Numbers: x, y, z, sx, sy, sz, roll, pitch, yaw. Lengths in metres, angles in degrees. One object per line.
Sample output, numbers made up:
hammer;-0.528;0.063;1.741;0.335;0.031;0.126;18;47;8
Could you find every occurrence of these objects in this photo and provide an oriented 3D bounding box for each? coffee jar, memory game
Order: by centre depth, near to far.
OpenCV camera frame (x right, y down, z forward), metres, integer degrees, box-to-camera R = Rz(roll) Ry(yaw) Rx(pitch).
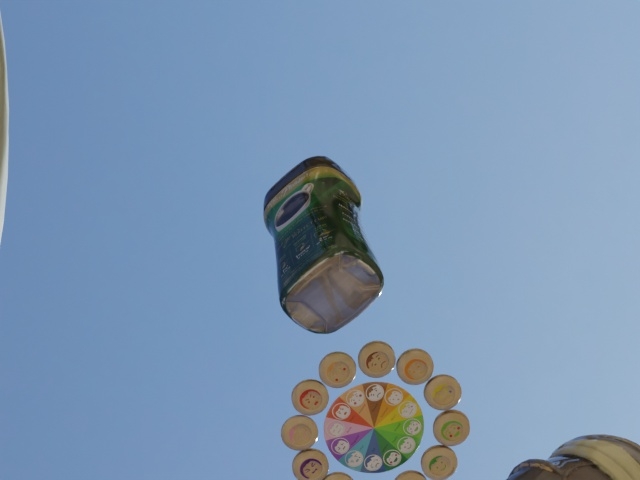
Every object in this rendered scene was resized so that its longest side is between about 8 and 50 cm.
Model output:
coffee jar;0.000;0.000;1.825;0.079;0.096;0.184;39;-159;-29
memory game;0.054;0.183;1.863;0.186;0.186;0.012;36;-166;-16

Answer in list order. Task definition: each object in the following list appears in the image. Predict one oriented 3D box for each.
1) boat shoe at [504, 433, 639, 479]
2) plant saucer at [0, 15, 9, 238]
boat shoe;0.185;0.278;1.060;0.130;0.132;0.355;-14;-123;-27
plant saucer;-0.262;-0.006;0.866;0.100;0.400;0.401;18;-130;-52
